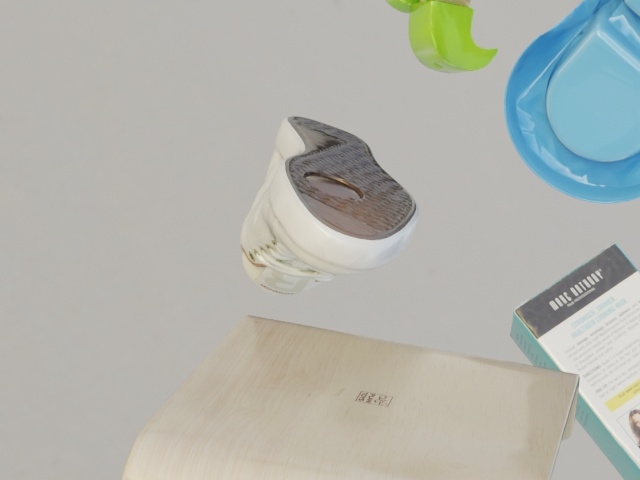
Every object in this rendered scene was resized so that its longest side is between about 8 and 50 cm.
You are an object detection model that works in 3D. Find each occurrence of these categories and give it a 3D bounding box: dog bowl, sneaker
[{"bbox_3d":[0.287,-0.167,1.644,0.166,0.297,0.074,41,26,1],"label":"dog bowl"},{"bbox_3d":[0.000,0.000,1.400,0.106,0.123,0.290,20,12,-6],"label":"sneaker"}]

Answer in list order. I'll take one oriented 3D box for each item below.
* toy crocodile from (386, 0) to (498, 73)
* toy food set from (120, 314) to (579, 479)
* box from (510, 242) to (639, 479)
[{"bbox_3d":[0.122,-0.330,1.886,0.105,0.115,0.340,5,77,-19],"label":"toy crocodile"},{"bbox_3d":[0.027,0.135,1.136,0.220,0.092,0.306,10,17,10],"label":"toy food set"},{"bbox_3d":[0.255,0.128,1.459,0.244,0.100,0.060,53,-13,20],"label":"box"}]
